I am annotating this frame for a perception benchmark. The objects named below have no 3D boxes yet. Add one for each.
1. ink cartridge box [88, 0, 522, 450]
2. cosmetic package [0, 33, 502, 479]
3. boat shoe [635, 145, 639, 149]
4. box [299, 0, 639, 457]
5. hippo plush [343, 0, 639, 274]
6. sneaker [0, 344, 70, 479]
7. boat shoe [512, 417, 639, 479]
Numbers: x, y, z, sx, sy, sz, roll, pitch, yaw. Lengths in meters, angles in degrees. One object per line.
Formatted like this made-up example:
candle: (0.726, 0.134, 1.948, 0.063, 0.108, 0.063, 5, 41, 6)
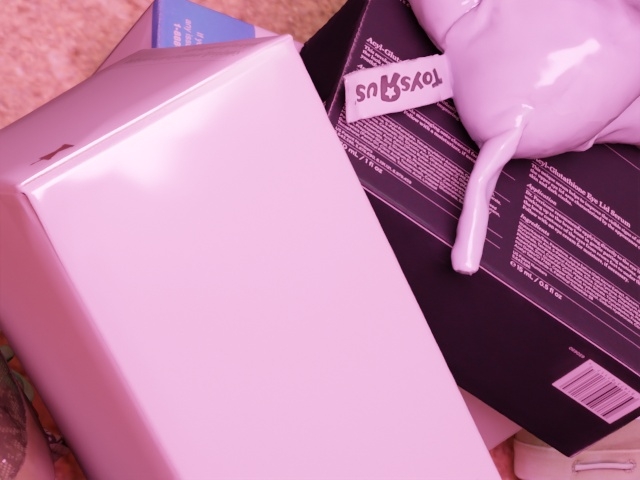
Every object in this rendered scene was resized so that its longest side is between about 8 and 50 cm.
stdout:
ink cartridge box: (0.000, 0.000, 1.059, 0.307, 0.129, 0.223, 17, 53, -28)
cosmetic package: (-0.037, 0.092, 0.814, 0.155, 0.197, 0.365, -32, 109, -21)
boat shoe: (0.213, -0.037, 1.196, 0.073, 0.223, 0.080, 36, 16, -4)
box: (0.096, -0.018, 0.977, 0.261, 0.103, 0.184, 34, 47, -15)
hippo plush: (0.163, -0.173, 0.898, 0.294, 0.236, 0.234, -26, 79, -47)
sneaker: (-0.218, 0.089, 0.866, 0.182, 0.158, 0.410, 29, 36, -62)
boat shoe: (0.245, 0.135, 1.188, 0.302, 0.109, 0.094, 9, 96, -38)
